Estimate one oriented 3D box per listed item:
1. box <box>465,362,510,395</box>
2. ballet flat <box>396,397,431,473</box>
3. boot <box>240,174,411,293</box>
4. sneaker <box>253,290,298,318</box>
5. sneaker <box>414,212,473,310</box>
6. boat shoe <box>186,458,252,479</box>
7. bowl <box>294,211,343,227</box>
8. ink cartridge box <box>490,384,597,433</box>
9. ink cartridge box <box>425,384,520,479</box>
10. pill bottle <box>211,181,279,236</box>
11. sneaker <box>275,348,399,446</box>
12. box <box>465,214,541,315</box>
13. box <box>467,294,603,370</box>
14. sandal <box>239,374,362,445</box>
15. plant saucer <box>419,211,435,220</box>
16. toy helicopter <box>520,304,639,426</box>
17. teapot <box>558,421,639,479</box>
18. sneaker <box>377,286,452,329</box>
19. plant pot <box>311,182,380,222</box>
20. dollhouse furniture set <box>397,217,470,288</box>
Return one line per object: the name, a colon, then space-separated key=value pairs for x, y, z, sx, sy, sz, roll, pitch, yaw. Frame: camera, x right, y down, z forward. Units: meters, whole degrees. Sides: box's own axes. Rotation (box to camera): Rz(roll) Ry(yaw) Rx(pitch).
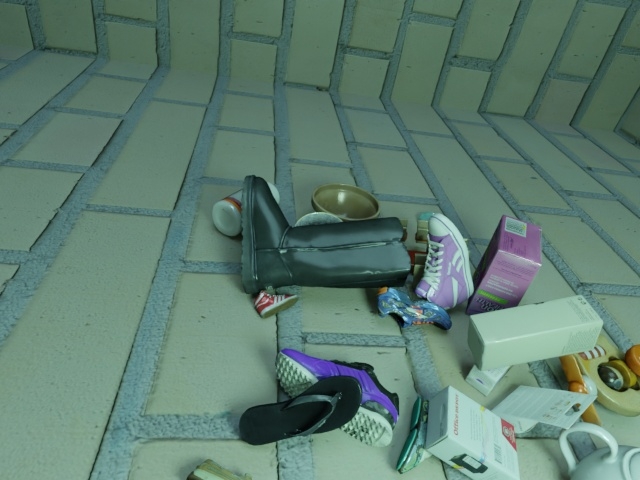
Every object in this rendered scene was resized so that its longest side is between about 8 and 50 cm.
box: x=0.493 y=0.287 z=1.188 sx=0.067 sy=0.063 sz=0.324 roll=37 pitch=42 yaw=29
ballet flat: x=0.212 y=0.409 z=0.941 sx=0.070 sy=0.070 sz=0.188 roll=22 pitch=38 yaw=14
boot: x=0.008 y=-0.034 z=1.288 sx=0.446 sy=0.146 sz=0.366 roll=-5 pitch=67 yaw=1
sneaker: x=-0.120 y=0.158 z=1.209 sx=0.118 sy=0.042 sz=0.067 roll=-20 pitch=49 yaw=-34
sneaker: x=0.321 y=0.076 z=1.246 sx=0.161 sy=0.282 sz=0.102 roll=-28 pitch=19 yaw=-16
boat shoe: x=-0.139 y=0.441 z=0.795 sx=0.190 sy=0.068 sz=0.072 roll=24 pitch=25 yaw=17
bowl: x=0.000 y=0.000 z=1.417 sx=0.170 sy=0.080 sz=0.170 roll=2 pitch=51 yaw=-2
ink cartridge box: x=0.488 y=0.376 z=0.994 sx=0.145 sy=0.045 sz=0.179 roll=-19 pitch=5 yaw=-36
ink cartridge box: x=0.307 y=0.400 z=0.923 sx=0.175 sy=0.072 sz=0.127 roll=33 pitch=36 yaw=-5
pill bottle: x=-0.238 y=-0.109 z=1.479 sx=0.121 sy=0.121 sz=0.221 roll=27 pitch=38 yaw=20
sneaker: x=0.043 y=0.313 z=0.998 sx=0.293 sy=0.102 sz=0.146 roll=31 pitch=39 yaw=13
box: x=0.534 y=0.087 z=1.323 sx=0.117 sy=0.242 sz=0.213 roll=21 pitch=37 yaw=13
box: x=0.497 y=0.218 z=1.069 sx=0.275 sy=0.113 sz=0.094 roll=-9 pitch=39 yaw=-1
sandal: x=-0.034 y=0.341 z=0.882 sx=0.255 sy=0.054 sz=0.097 roll=-21 pitch=82 yaw=0
plant saucer: x=0.424 y=-0.064 z=1.693 sx=0.119 sy=0.021 sz=0.119 roll=8 pitch=35 yaw=-6
toy helicopter: x=0.641 y=0.298 z=1.139 sx=0.355 sy=0.140 sz=0.235 roll=38 pitch=53 yaw=22
teapot: x=0.612 y=0.482 z=0.846 sx=0.256 sy=0.187 sz=0.252 roll=6 pitch=35 yaw=-7
sneaker: x=0.250 y=0.204 z=1.234 sx=0.221 sy=0.083 sz=0.087 roll=20 pitch=68 yaw=-2
plant pot: x=0.080 y=-0.095 z=1.561 sx=0.238 sy=0.109 sz=0.237 roll=8 pitch=36 yaw=-6
dollhouse furniture set: x=0.333 y=0.059 z=1.439 sx=0.259 sy=0.135 sz=0.262 roll=5 pitch=34 yaw=10
